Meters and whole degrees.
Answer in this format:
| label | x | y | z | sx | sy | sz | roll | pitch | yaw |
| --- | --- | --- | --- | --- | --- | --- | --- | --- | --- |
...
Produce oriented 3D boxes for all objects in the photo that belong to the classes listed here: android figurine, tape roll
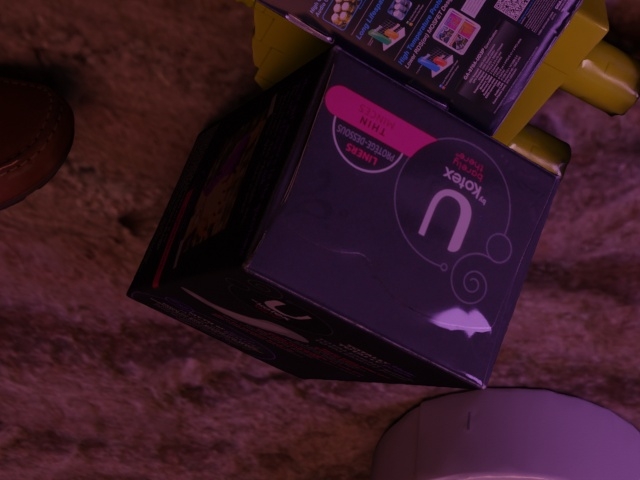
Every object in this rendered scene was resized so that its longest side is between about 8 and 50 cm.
| label | x | y | z | sx | sy | sz | roll | pitch | yaw |
| --- | --- | --- | --- | --- | --- | --- | --- | --- | --- |
| android figurine | 0.069 | -0.131 | 0.746 | 0.273 | 0.056 | 0.248 | 24 | 133 | -13 |
| tape roll | 0.183 | 0.265 | 1.071 | 0.286 | 0.100 | 0.286 | 5 | 134 | 6 |

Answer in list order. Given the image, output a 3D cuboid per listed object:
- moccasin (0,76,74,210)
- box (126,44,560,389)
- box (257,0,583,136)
| label | x | y | z | sx | sy | sz | roll | pitch | yaw |
| --- | --- | --- | --- | --- | --- | --- | --- | --- | --- |
| moccasin | -0.363 | -0.103 | 0.806 | 0.380 | 0.139 | 0.147 | 13 | 143 | 11 |
| box | 0.000 | 0.000 | 0.739 | 0.165 | 0.143 | 0.270 | 27 | 165 | -19 |
| box | 0.080 | -0.193 | 0.628 | 0.175 | 0.051 | 0.220 | 27 | 105 | -16 |
